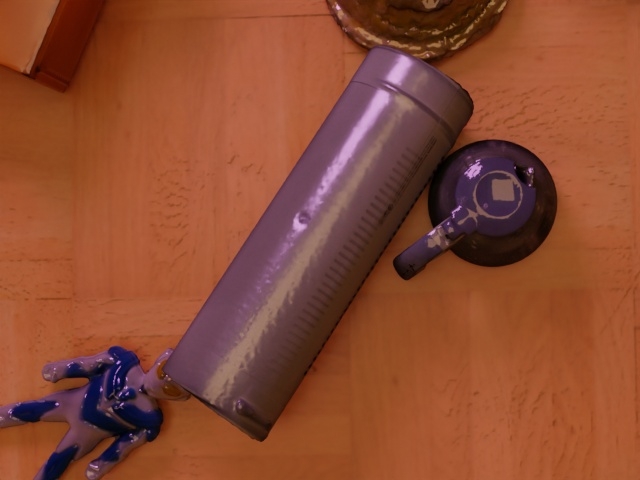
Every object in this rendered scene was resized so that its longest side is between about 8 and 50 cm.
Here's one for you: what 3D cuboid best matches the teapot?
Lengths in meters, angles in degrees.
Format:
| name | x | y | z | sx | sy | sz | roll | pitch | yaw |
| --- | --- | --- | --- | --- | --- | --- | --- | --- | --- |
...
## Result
| name | x | y | z | sx | sy | sz | roll | pitch | yaw |
| --- | --- | --- | --- | --- | --- | --- | --- | --- | --- |
| teapot | 0.128 | -0.031 | 1.206 | 0.149 | 0.108 | 0.111 | -9 | 86 | 4 |

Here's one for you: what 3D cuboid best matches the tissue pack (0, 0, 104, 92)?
| name | x | y | z | sx | sy | sz | roll | pitch | yaw |
| --- | --- | --- | --- | --- | --- | --- | --- | --- | --- |
| tissue pack | -0.266 | -0.292 | 1.231 | 0.194 | 0.145 | 0.274 | 24 | 90 | 4 |

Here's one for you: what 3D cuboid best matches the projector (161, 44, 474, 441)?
| name | x | y | z | sx | sy | sz | roll | pitch | yaw |
| --- | --- | --- | --- | --- | --- | --- | --- | --- | --- |
| projector | 0.000 | 0.000 | 1.197 | 0.108 | 0.108 | 0.337 | 33 | 84 | 5 |

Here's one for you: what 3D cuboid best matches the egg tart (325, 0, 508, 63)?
| name | x | y | z | sx | sy | sz | roll | pitch | yaw |
| --- | --- | --- | --- | --- | --- | --- | --- | --- | --- |
| egg tart | 0.083 | -0.252 | 1.236 | 0.191 | 0.074 | 0.191 | 0 | 86 | 7 |

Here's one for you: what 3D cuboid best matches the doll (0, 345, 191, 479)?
| name | x | y | z | sx | sy | sz | roll | pitch | yaw |
| --- | --- | --- | --- | --- | --- | --- | --- | --- | --- |
| doll | -0.190 | 0.144 | 1.255 | 0.227 | 0.057 | 0.114 | -28 | 82 | 5 |
